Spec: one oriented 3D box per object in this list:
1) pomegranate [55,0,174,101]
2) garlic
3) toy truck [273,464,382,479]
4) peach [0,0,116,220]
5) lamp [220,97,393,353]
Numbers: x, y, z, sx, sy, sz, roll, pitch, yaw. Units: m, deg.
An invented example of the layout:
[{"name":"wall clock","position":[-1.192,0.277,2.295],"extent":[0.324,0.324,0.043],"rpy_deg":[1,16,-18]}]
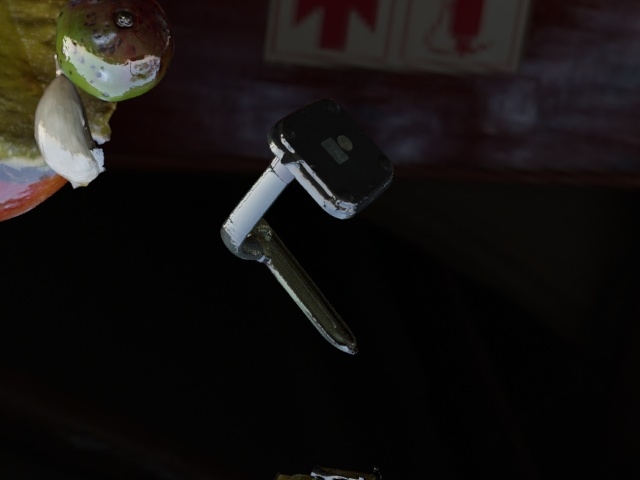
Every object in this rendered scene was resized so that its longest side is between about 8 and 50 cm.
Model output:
[{"name":"pomegranate","position":[-0.217,-0.209,2.017],"extent":[0.129,0.129,0.159],"rpy_deg":[14,175,11]},{"name":"garlic","position":[-0.295,-0.127,2.138],"extent":[0.066,0.152,0.084],"rpy_deg":[-20,-157,-9]},{"name":"toy truck","position":[0.047,0.243,1.481],"extent":[0.257,0.127,0.127],"rpy_deg":[4,-132,32]},{"name":"peach","position":[-0.436,-0.198,2.366],"extent":[0.339,0.353,0.416],"rpy_deg":[-5,-158,-24]},{"name":"lamp","position":[-0.005,0.005,1.880],"extent":[0.203,0.283,0.124],"rpy_deg":[46,-124,7]}]
